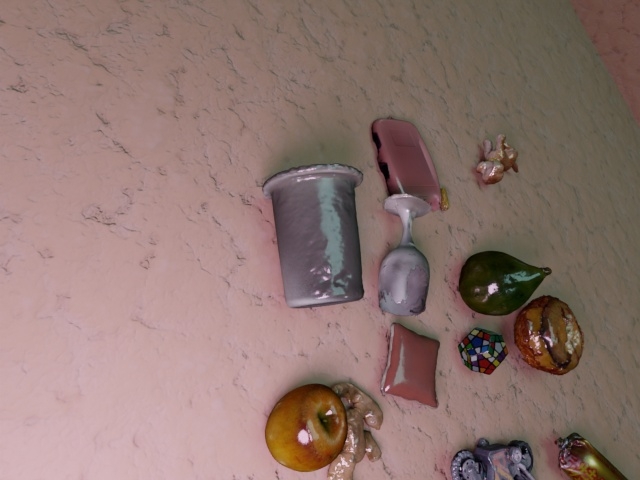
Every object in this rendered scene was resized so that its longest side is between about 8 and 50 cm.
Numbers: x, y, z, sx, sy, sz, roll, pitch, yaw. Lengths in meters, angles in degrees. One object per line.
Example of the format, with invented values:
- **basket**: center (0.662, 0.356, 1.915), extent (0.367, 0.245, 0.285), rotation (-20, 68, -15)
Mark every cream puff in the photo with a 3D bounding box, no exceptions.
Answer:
- **cream puff**: center (0.686, 0.289, 1.379), extent (0.239, 0.163, 0.240), rotation (12, 72, -42)

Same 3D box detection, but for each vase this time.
- **vase**: center (0.000, 0.000, 1.026), extent (0.244, 0.245, 0.292), rotation (0, 75, -32)

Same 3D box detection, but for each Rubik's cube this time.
- **Rubik's cube**: center (0.449, 0.304, 1.252), extent (0.112, 0.132, 0.133), rotation (47, 50, -38)

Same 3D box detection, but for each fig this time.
- **fig**: center (0.528, 0.114, 1.303), extent (0.195, 0.244, 0.196), rotation (26, 53, -39)

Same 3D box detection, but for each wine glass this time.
- **wine glass**: center (0.226, 0.037, 1.209), extent (0.143, 0.143, 0.322), rotation (17, 64, -25)

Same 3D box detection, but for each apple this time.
- **apple**: center (-0.033, 0.373, 0.908), extent (0.146, 0.147, 0.163), rotation (34, 44, -22)

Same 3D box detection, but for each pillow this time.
- **pillow**: center (0.227, 0.312, 1.131), extent (0.171, 0.075, 0.179), rotation (25, 60, -22)

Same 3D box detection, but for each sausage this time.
- **sausage**: center (0.788, 0.666, 1.308), extent (0.125, 0.117, 0.317), rotation (-45, 100, 4)

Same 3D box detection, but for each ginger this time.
- **ginger**: center (0.083, 0.450, 0.997), extent (0.149, 0.065, 0.259), rotation (15, 61, -29)

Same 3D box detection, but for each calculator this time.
- **calculator**: center (0.266, -0.247, 1.402), extent (0.219, 0.048, 0.330), rotation (-6, 72, -32)

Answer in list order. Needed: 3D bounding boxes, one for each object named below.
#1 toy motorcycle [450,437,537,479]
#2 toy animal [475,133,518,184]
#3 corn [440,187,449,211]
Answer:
- **toy motorcycle**: center (0.438, 0.600, 1.136), extent (0.306, 0.108, 0.174), rotation (9, 75, -30)
- **toy animal**: center (0.643, -0.252, 1.610), extent (0.183, 0.104, 0.185), rotation (41, 50, -20)
- **corn**: center (0.394, -0.130, 1.445), extent (0.028, 0.027, 0.084), rotation (17, 59, -40)
